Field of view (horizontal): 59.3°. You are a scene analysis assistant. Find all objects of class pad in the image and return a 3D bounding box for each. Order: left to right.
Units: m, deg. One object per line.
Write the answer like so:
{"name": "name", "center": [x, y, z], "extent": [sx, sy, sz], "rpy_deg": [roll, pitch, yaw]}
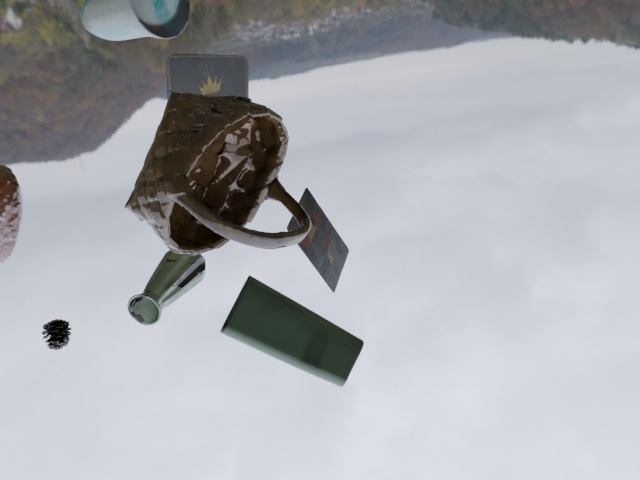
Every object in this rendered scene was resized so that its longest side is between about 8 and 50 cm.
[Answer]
{"name": "pad", "center": [-0.365, -0.487, 1.970], "extent": [0.063, 0.315, 0.375], "rpy_deg": [18, -155, 35]}
{"name": "pad", "center": [0.000, 0.000, 1.281], "extent": [0.003, 0.211, 0.143], "rpy_deg": [-12, -141, 33]}

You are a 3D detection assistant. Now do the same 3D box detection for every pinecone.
{"name": "pinecone", "center": [-0.708, 0.252, 1.510], "extent": [0.077, 0.077, 0.083], "rpy_deg": [-12, -132, -11]}

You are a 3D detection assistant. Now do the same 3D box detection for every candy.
{"name": "candy", "center": [-0.895, -0.068, 1.489], "extent": [0.214, 0.290, 0.157], "rpy_deg": [21, -166, 26]}

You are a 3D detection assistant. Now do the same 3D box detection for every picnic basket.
{"name": "picnic basket", "center": [-0.160, -0.087, 1.077], "extent": [0.337, 0.338, 0.293], "rpy_deg": [5, -172, 33]}

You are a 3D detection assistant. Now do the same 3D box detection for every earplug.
{"name": "earplug", "center": [-0.523, -0.613, 1.503], "extent": [0.323, 0.185, 0.185], "rpy_deg": [5, -157, 38]}

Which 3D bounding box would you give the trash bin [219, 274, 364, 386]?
{"name": "trash bin", "center": [-0.080, 0.245, 1.484], "extent": [0.343, 0.158, 0.223], "rpy_deg": [30, 171, -6]}

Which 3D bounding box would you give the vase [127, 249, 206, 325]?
{"name": "vase", "center": [-0.518, 0.147, 1.926], "extent": [0.165, 0.165, 0.360], "rpy_deg": [-3, -157, 13]}
